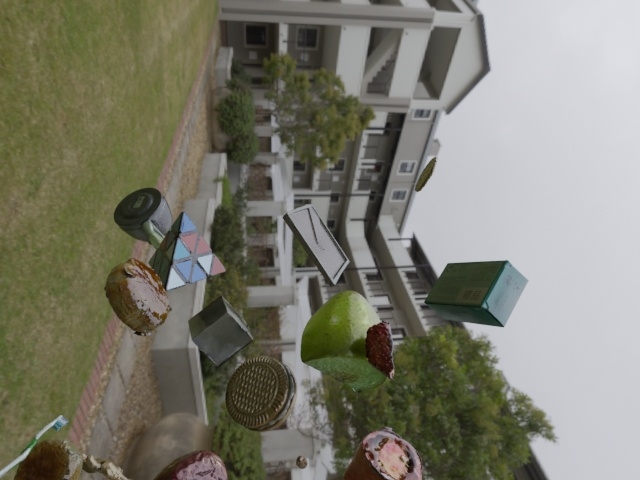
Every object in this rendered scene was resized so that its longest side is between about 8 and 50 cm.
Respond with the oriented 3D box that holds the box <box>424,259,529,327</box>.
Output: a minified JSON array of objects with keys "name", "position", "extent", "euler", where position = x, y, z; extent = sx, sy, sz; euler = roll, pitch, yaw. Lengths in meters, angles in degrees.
[{"name":"box","position":[0.416,0.140,1.205],"extent":[0.153,0.092,0.245],"euler":[-54,-166,-16]}]

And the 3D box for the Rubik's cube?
[{"name":"Rubik's cube","position":[-0.430,0.047,1.561],"extent":[0.284,0.234,0.249],"euler":[21,-90,56]}]

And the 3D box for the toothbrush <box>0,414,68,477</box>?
[{"name":"toothbrush","position":[-0.635,0.451,0.956],"extent":[0.304,0.030,0.030],"euler":[-153,-119,-87]}]

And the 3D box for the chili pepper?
[{"name":"chili pepper","position":[0.219,0.904,1.674],"extent":[0.305,0.252,0.229],"euler":[-64,173,23]}]

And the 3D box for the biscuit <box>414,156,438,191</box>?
[{"name":"biscuit","position":[0.393,-0.245,1.649],"extent":[0.152,0.020,0.152],"euler":[-62,-178,4]}]

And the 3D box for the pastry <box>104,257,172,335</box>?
[{"name":"pastry","position":[-0.522,0.164,1.281],"extent":[0.228,0.100,0.218],"euler":[62,3,15]}]

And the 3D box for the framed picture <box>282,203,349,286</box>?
[{"name":"framed picture","position":[0.000,0.000,1.048],"extent":[0.189,0.023,0.260],"euler":[55,13,-2]}]

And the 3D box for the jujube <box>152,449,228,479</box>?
[{"name":"jujube","position":[-0.478,0.902,1.619],"extent":[0.318,0.223,0.222],"euler":[28,55,-63]}]

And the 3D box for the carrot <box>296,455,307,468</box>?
[{"name":"carrot","position":[-0.065,0.728,1.455],"extent":[0.165,0.036,0.035],"euler":[83,0,-59]}]

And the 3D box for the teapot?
[{"name":"teapot","position":[-0.768,-0.082,2.059],"extent":[0.239,0.322,0.239],"euler":[-56,146,-25]}]

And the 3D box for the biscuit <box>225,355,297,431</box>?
[{"name":"biscuit","position":[-0.203,0.516,1.501],"extent":[0.079,0.259,0.259],"euler":[53,22,-48]}]

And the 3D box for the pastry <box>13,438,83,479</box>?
[{"name":"pastry","position":[-0.838,0.718,1.368],"extent":[0.093,0.182,0.192],"euler":[82,15,-64]}]

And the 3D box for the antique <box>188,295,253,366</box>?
[{"name":"antique","position":[-0.326,0.290,1.443],"extent":[0.151,0.147,0.148],"euler":[57,-7,-30]}]

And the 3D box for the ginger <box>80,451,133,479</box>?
[{"name":"ginger","position":[-0.786,0.803,1.576],"extent":[0.149,0.259,0.065],"euler":[84,29,-43]}]

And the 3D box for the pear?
[{"name":"pear","position":[0.109,0.321,1.533],"extent":[0.342,0.239,0.317],"euler":[39,36,-38]}]

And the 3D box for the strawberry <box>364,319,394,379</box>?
[{"name":"strawberry","position":[0.173,0.319,1.301],"extent":[0.140,0.085,0.192],"euler":[77,11,-62]}]
